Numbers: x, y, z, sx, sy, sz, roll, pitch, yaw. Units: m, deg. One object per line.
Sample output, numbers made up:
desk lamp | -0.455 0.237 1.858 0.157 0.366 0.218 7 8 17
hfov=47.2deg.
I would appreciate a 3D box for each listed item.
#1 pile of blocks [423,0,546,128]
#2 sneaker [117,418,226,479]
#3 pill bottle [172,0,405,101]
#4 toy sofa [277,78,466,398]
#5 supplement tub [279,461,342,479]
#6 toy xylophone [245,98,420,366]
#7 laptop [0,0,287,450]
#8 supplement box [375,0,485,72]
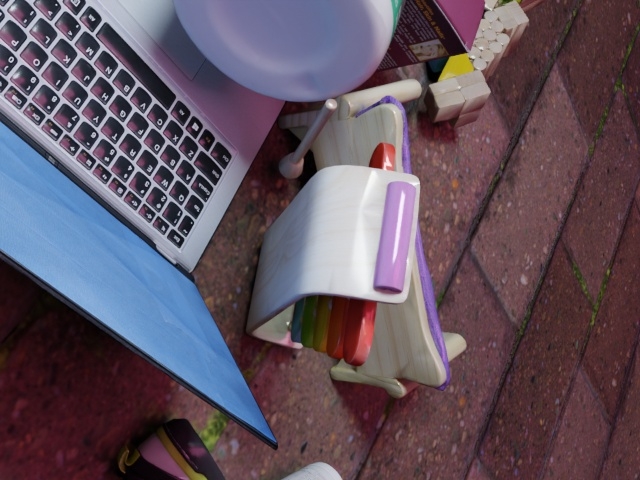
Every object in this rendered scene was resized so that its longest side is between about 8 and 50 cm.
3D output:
pile of blocks | 0.236 -0.316 1.138 0.362 0.149 0.113 -56 172 -21
sneaker | -0.131 0.281 0.739 0.097 0.084 0.235 -32 114 -18
pill bottle | 0.012 -0.329 0.725 0.204 0.204 0.361 48 48 -37
toy sofa | 0.090 -0.005 0.897 0.150 0.177 0.363 -24 106 -45
supplement tub | -0.028 0.305 0.839 0.107 0.071 0.071 -10 97 -48
toy xylophone | 0.000 0.000 0.736 0.081 0.322 0.236 14 79 -14
laptop | -0.141 -0.116 0.594 0.382 0.236 0.408 47 56 -38
supplement box | 0.087 -0.272 0.885 0.104 0.188 0.081 41 60 -40
